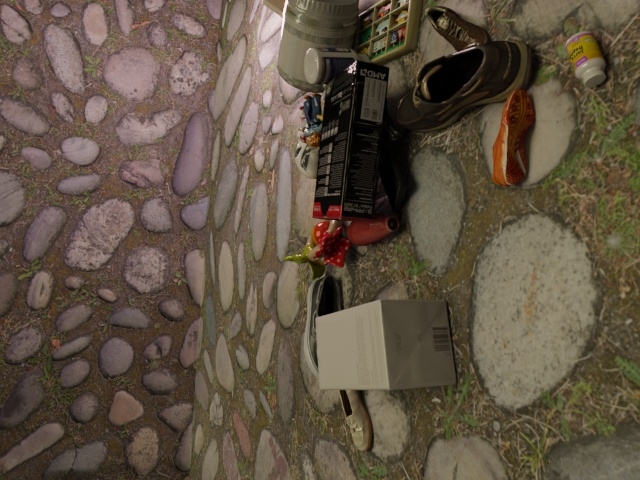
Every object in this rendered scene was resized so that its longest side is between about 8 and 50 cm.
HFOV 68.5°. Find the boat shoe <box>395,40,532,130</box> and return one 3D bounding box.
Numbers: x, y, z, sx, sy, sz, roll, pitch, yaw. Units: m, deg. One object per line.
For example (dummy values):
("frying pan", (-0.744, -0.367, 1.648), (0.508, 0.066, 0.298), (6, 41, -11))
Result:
("boat shoe", (0.256, -0.324, 0.972), (0.355, 0.130, 0.132), (-12, 74, 62))

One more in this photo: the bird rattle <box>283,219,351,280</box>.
("bird rattle", (0.000, 0.000, 1.418), (0.253, 0.143, 0.207), (-48, 21, 53))

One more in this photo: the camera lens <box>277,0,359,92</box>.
("camera lens", (-0.010, -0.603, 1.408), (0.274, 0.219, 0.219), (105, 154, -45))

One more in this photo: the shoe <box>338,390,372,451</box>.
("shoe", (0.082, 0.445, 1.248), (0.076, 0.058, 0.219), (-52, 41, 47))

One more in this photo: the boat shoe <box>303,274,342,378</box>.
("boat shoe", (0.021, 0.248, 1.367), (0.102, 0.108, 0.301), (139, 137, -56))

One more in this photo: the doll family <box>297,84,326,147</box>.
("doll family", (0.008, -0.369, 1.408), (0.262, 0.118, 0.163), (-16, 77, 37))

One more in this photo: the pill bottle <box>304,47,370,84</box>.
("pill bottle", (0.048, -0.479, 1.295), (0.094, 0.169, 0.094), (33, 127, 58))

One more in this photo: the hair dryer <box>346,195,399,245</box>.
("hair dryer", (0.117, -0.094, 1.242), (0.293, 0.080, 0.224), (-123, 38, -49))

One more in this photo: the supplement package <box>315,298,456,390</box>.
("supplement package", (0.132, 0.241, 1.060), (0.293, 0.175, 0.178), (-29, 61, 58))

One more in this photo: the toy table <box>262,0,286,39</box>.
("toy table", (-0.059, -0.767, 1.593), (0.274, 0.252, 0.161), (-25, 80, 53))

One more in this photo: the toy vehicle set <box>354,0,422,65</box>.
("toy vehicle set", (0.176, -0.570, 1.282), (0.267, 0.035, 0.166), (11, 95, 63))

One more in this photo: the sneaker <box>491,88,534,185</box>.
("sneaker", (0.341, -0.188, 0.859), (0.067, 0.064, 0.175), (-160, 80, -73))

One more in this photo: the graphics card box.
("graphics card box", (0.069, -0.234, 1.193), (0.233, 0.094, 0.371), (-170, 85, -72))

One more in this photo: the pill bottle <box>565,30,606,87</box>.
("pill bottle", (0.419, -0.284, 0.741), (0.043, 0.043, 0.083), (-41, 50, 54))

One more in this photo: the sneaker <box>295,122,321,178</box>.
("sneaker", (-0.019, -0.333, 1.555), (0.153, 0.094, 0.235), (124, 152, -57))

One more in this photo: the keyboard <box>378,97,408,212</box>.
("keyboard", (0.167, -0.248, 1.196), (0.202, 0.033, 0.317), (91, 167, -56))

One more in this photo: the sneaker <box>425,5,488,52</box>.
("sneaker", (0.283, -0.447, 1.009), (0.066, 0.071, 0.188), (-65, 33, 34))
